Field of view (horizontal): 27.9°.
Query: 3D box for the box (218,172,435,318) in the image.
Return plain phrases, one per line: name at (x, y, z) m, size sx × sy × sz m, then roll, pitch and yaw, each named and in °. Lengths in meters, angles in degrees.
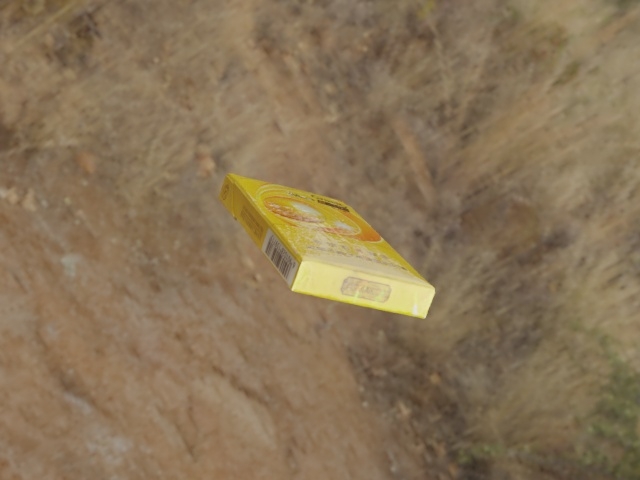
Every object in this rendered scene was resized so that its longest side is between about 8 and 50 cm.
box at (0.000, 0.000, 1.349) m, size 0.152 × 0.043 × 0.269 m, roll 14°, pitch 16°, yaw -25°
